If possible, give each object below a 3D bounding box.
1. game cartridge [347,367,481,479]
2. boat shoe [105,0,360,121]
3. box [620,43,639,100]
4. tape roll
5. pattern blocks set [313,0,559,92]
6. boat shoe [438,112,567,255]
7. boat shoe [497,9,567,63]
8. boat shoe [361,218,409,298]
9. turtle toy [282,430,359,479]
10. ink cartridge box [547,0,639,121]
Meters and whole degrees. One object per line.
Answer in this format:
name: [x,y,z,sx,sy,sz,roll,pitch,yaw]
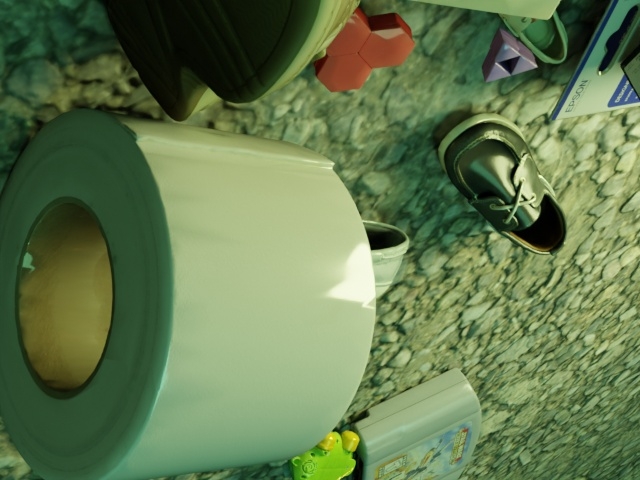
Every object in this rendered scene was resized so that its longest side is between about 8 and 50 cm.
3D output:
game cartridge: [0.133,0.301,1.360,0.198,0.062,0.297,-19,144,-14]
boat shoe: [-0.037,-0.143,0.494,0.110,0.341,0.122,-32,102,-14]
box: [0.390,-0.196,0.805,0.220,0.051,0.175,-15,160,-27]
tape roll: [-0.105,0.040,0.664,0.169,0.246,0.246,4,131,-43]
pattern blocks set: [0.122,-0.225,0.631,0.285,0.026,0.325,-6,143,-4]
boat shoe: [0.189,-0.052,0.947,0.084,0.079,0.233,-38,145,10]
boat shoe: [0.169,-0.192,0.785,0.049,0.043,0.137,-39,145,10]
boat shoe: [0.001,0.001,0.865,0.227,0.079,0.081,9,119,-52]
turtle toy: [0.002,0.274,1.201,0.130,0.066,0.095,16,99,-51]
ink cartridge box: [0.371,-0.218,0.902,0.370,0.069,0.176,-14,143,-31]
